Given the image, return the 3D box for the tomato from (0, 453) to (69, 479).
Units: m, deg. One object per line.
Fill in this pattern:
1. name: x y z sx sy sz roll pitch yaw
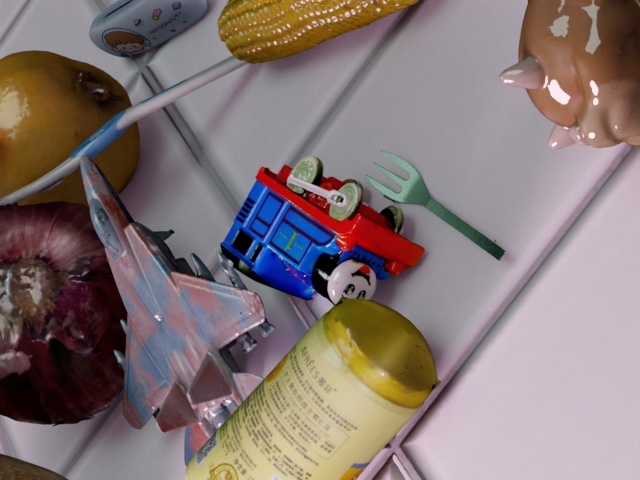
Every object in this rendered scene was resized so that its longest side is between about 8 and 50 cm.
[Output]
1. tomato: -0.332 0.330 1.806 0.303 0.303 0.239 -12 41 49

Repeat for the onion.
1. onion: -0.285 0.083 1.969 0.252 0.219 0.252 -2 61 4

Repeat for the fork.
1. fork: 0.107 -0.024 1.678 0.039 0.021 0.235 -61 35 8

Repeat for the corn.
1. corn: 0.006 -0.251 1.907 0.305 0.106 0.106 -22 50 50

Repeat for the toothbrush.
1. toothbrush: -0.226 -0.111 2.022 0.386 0.040 0.040 -28 35 -7

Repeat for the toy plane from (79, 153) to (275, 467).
1. toy plane: -0.151 0.052 1.824 0.223 0.104 0.326 -42 62 35

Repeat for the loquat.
1. loquat: -0.307 -0.116 2.124 0.208 0.208 0.208 -32 43 36

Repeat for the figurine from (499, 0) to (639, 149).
1. figurine: 0.242 -0.186 1.473 0.173 0.177 0.247 8 83 36

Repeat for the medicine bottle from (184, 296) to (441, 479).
1. medicine bottle: -0.003 0.155 1.608 0.239 0.124 0.124 -48 36 18

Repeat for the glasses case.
1. glasses case: -0.203 -0.263 2.218 0.178 0.067 0.045 -23 49 44

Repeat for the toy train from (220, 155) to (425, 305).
1. toy train: 0.000 0.000 1.746 0.131 0.083 0.204 -60 32 2
